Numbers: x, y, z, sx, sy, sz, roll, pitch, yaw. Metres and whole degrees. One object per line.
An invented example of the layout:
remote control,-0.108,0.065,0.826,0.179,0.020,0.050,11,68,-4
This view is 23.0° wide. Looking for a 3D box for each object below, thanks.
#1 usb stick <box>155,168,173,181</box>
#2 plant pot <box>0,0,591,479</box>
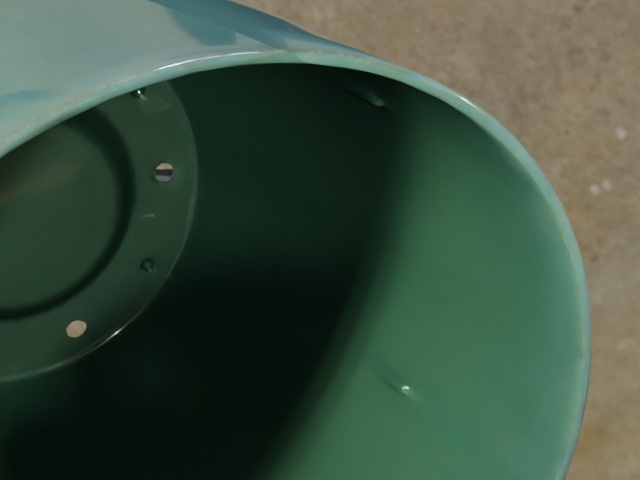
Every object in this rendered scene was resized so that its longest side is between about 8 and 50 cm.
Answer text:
usb stick,0.000,0.000,0.904,0.278,0.045,0.077,2,107,-19
plant pot,-0.083,0.030,0.605,0.293,0.235,0.293,-13,120,-23
